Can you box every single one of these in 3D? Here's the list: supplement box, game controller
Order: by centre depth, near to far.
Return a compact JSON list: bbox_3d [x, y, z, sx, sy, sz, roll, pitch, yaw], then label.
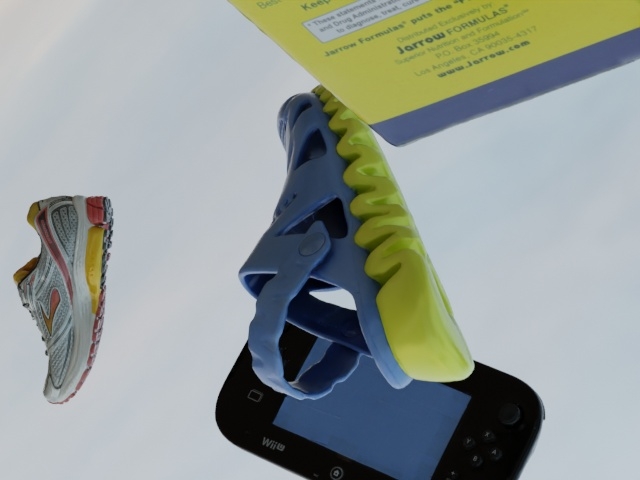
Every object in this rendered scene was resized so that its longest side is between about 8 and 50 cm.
[{"bbox_3d":[0.016,-0.241,0.883,0.195,0.356,0.194,-18,-132,35],"label":"supplement box"},{"bbox_3d":[0.051,0.165,1.626,0.319,0.067,0.166,20,-115,31],"label":"game controller"}]

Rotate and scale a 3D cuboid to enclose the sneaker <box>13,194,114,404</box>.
[{"bbox_3d":[-0.264,0.058,1.741,0.088,0.093,0.225,-92,-171,-73],"label":"sneaker"}]

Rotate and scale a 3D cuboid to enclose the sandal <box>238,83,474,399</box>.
[{"bbox_3d":[0.000,0.000,1.211,0.138,0.126,0.317,-25,-146,6],"label":"sandal"}]
